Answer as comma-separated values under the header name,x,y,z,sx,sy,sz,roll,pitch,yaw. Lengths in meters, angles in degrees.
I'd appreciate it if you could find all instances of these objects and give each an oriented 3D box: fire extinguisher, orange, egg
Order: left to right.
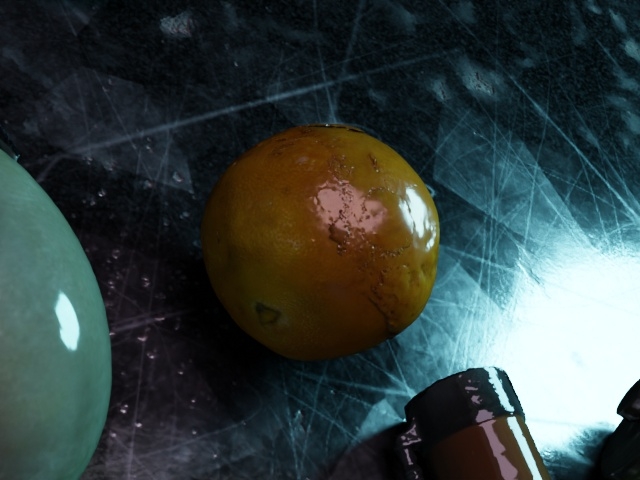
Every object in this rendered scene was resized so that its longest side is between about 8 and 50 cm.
name,x,y,z,sx,sy,sz,roll,pitch,yaw
egg,-0.301,0.062,0.882,0.258,0.258,0.352,-16,61,-39
orange,0.000,0.000,1.125,0.240,0.240,0.240,16,50,-20
fire extinguisher,0.170,0.322,1.097,0.200,0.113,0.376,-25,63,4

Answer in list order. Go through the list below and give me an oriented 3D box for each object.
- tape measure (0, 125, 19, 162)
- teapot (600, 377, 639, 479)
name,x,y,z,sx,sy,sz,roll,pitch,yaw
tape measure,-0.402,-0.130,1.084,0.164,0.084,0.330,-15,64,-36
teapot,0.478,0.267,1.263,0.337,0.200,0.270,40,20,4
